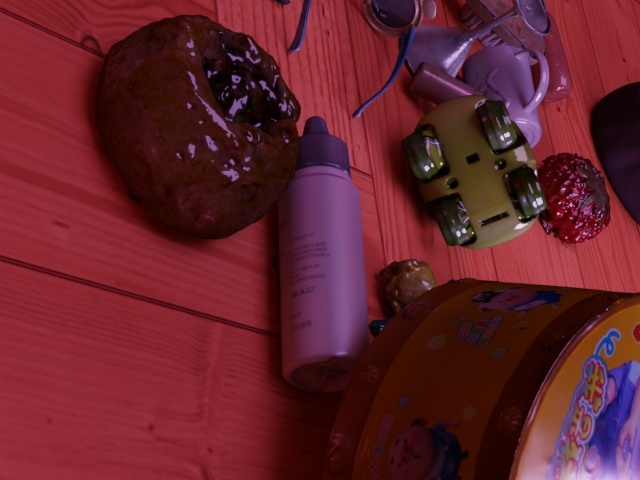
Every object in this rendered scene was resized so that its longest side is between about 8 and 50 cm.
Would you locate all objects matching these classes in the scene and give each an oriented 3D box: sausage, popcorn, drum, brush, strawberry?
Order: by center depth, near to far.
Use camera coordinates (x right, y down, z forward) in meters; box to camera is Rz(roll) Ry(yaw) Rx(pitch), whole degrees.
[{"bbox_3d":[0.210,0.246,1.174,0.431,0.214,0.431,-5,97,-44],"label":"drum"},{"bbox_3d":[0.101,0.059,1.414,0.059,0.068,0.083,-7,113,-31],"label":"popcorn"},{"bbox_3d":[0.380,-0.066,1.836,0.145,0.086,0.145,28,49,-39],"label":"strawberry"},{"bbox_3d":[0.206,-0.378,1.841,0.327,0.065,0.070,44,44,-11],"label":"brush"},{"bbox_3d":[0.362,-0.298,1.980,0.062,0.062,0.154,12,59,-49],"label":"sausage"}]

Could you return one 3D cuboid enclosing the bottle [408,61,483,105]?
[{"bbox_3d":[0.168,-0.199,1.644,0.096,0.045,0.045,26,43,-4],"label":"bottle"}]

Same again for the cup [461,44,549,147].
[{"bbox_3d":[0.257,-0.205,1.727,0.099,0.136,0.133,-1,62,-5],"label":"cup"}]

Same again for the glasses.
[{"bbox_3d":[0.028,-0.271,1.549,0.189,0.088,0.221,44,59,-27],"label":"glasses"}]

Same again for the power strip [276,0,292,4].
[{"bbox_3d":[-0.088,-0.449,1.461,0.257,0.092,0.251,36,40,-40],"label":"power strip"}]

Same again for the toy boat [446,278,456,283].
[{"bbox_3d":[0.224,0.125,1.529,0.215,0.088,0.102,46,4,-23],"label":"toy boat"}]

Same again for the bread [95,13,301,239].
[{"bbox_3d":[-0.108,-0.119,1.197,0.230,0.123,0.230,27,50,-38],"label":"bread"}]

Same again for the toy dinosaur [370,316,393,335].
[{"bbox_3d":[0.163,0.131,1.383,0.259,0.153,0.094,40,42,-44],"label":"toy dinosaur"}]

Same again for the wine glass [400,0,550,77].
[{"bbox_3d":[0.210,-0.283,1.665,0.122,0.183,0.122,29,48,-38],"label":"wine glass"}]

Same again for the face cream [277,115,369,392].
[{"bbox_3d":[0.000,0.000,1.288,0.092,0.092,0.311,27,50,-42],"label":"face cream"}]

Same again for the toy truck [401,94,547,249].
[{"bbox_3d":[0.203,-0.079,1.576,0.210,0.148,0.187,38,31,-74],"label":"toy truck"}]

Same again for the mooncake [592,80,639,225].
[{"bbox_3d":[0.594,-0.147,2.125,0.283,0.141,0.283,34,42,-37],"label":"mooncake"}]
